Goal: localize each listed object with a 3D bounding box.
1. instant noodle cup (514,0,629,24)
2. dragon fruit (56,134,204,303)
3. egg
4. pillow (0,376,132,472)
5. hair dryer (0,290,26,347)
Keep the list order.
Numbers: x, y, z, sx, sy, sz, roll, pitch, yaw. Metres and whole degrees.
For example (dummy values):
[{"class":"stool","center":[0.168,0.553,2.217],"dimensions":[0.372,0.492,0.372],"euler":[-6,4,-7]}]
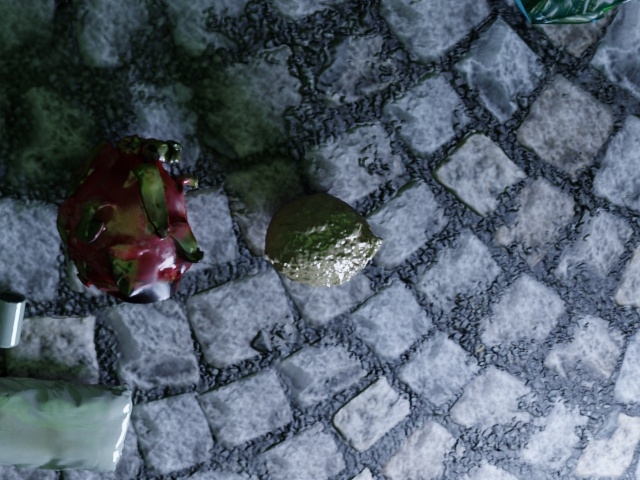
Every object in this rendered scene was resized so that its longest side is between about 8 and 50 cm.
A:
[{"class":"instant noodle cup","center":[0.256,-0.363,0.947],"dimensions":[0.240,0.178,0.240],"euler":[-4,110,-11]},{"class":"dragon fruit","center":[-0.210,-0.029,0.984],"dimensions":[0.166,0.160,0.172],"euler":[3,111,12]},{"class":"egg","center":[0.000,0.000,1.057],"dimensions":[0.140,0.118,0.116],"euler":[-2,93,-21]},{"class":"pillow","center":[-0.360,0.235,1.099],"dimensions":[0.229,0.051,0.128],"euler":[6,101,-16]},{"class":"hair dryer","center":[-0.423,0.086,1.044],"dimensions":[0.124,0.038,0.063],"euler":[13,105,-9]}]
